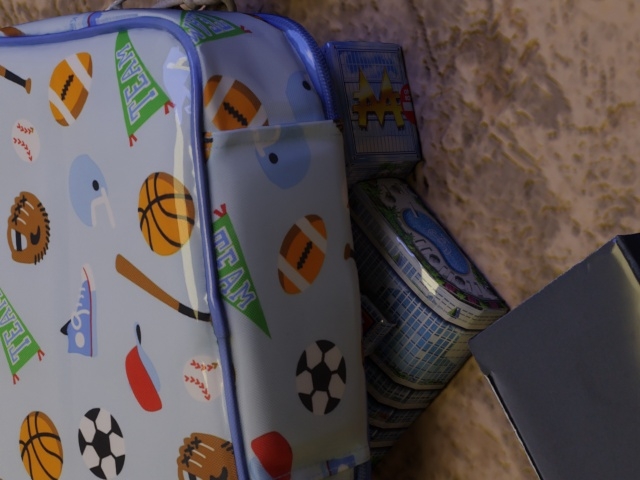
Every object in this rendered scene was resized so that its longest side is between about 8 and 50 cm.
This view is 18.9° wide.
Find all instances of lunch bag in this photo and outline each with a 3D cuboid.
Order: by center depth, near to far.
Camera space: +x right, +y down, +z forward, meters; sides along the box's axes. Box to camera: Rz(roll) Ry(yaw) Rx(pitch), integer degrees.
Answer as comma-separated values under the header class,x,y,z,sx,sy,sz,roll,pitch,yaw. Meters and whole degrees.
class,x,y,z,sx,sy,sz,roll,pitch,yaw
lunch bag,-0.096,0.022,0.984,0.243,0.115,0.303,-2,95,44

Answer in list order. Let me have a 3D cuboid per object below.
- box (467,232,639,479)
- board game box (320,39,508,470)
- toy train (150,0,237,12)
class,x,y,z,sx,sy,sz,roll,pitch,yaw
box,0.169,0.080,0.807,0.093,0.158,0.156,-40,69,35
board game box,0.000,0.000,1.012,0.194,0.060,0.194,52,124,25
toy train,-0.052,-0.205,1.021,0.248,0.105,0.143,-35,60,37
